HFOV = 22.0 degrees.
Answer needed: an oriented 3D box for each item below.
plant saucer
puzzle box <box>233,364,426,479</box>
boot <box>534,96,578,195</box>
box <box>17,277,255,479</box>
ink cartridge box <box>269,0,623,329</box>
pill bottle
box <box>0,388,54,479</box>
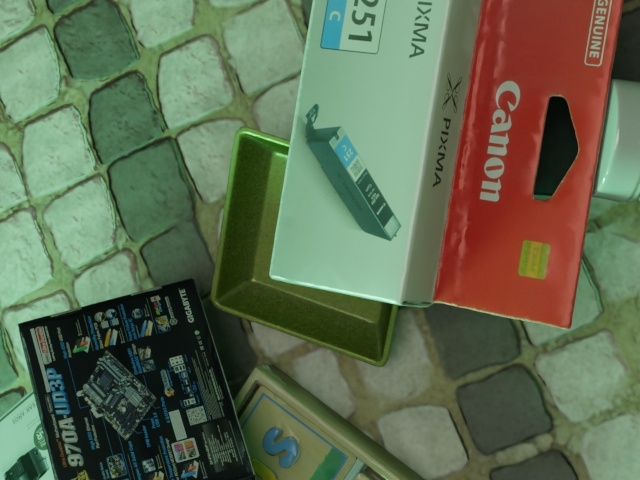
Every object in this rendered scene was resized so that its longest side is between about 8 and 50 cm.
[{"bbox_3d":[0.000,0.000,1.534,0.188,0.045,0.188,19,114,19],"label":"plant saucer"},{"bbox_3d":[-0.059,0.357,1.562,0.272,0.052,0.409,35,100,18],"label":"puzzle box"},{"bbox_3d":[0.233,-0.253,1.423,0.367,0.146,0.445,12,89,28],"label":"boot"},{"bbox_3d":[-0.171,0.155,1.525,0.175,0.051,0.220,-15,60,-9],"label":"box"},{"bbox_3d":[0.101,-0.091,1.374,0.261,0.066,0.296,10,92,31],"label":"ink cartridge box"},{"bbox_3d":[0.331,-0.071,1.360,0.208,0.119,0.119,8,91,-5],"label":"pill bottle"},{"bbox_3d":[-0.236,0.298,1.566,0.169,0.087,0.290,-41,60,19],"label":"box"}]
